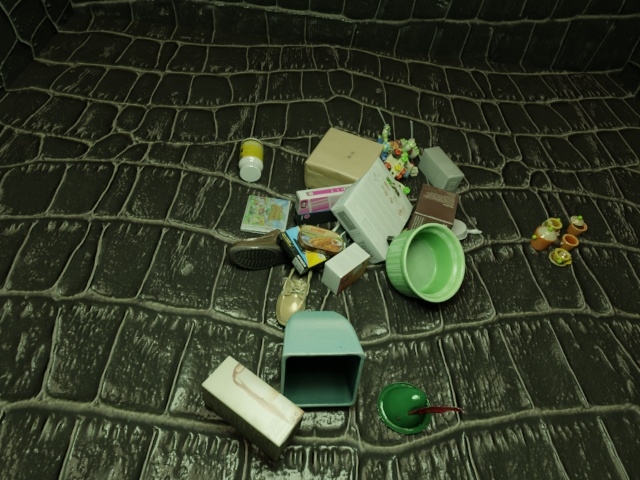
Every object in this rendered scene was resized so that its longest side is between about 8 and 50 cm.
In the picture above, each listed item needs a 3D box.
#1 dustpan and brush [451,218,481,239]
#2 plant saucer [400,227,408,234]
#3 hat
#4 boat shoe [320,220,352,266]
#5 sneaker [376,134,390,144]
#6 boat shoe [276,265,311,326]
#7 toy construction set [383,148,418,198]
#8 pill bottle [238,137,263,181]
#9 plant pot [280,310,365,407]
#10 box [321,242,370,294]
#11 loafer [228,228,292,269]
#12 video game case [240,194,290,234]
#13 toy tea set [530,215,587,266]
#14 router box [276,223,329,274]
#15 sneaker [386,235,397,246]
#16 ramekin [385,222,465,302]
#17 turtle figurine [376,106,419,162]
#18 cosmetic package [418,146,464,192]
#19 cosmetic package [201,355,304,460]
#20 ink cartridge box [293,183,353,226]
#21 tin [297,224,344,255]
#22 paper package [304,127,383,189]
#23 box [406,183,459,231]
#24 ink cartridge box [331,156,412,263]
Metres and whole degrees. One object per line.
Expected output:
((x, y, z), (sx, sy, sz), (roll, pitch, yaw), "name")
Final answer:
((0.653, -0.049, 1.999), (0.212, 0.060, 0.147), (-5, 41, -4), "dustpan and brush")
((0.470, -0.014, 1.940), (0.188, 0.045, 0.188), (-25, 58, -27), "plant saucer")
((0.304, 0.505, 1.380), (0.209, 0.183, 0.172), (0, 50, -8), "hat")
((0.083, 0.004, 1.822), (0.091, 0.114, 0.302), (17, 50, 14), "boat shoe")
((0.332, -0.492, 2.312), (0.082, 0.069, 0.209), (19, 49, 2), "sneaker")
((-0.095, 0.186, 1.648), (0.109, 0.098, 0.302), (16, 49, 5), "boat shoe")
((0.380, -0.313, 2.093), (0.215, 0.151, 0.327), (42, 50, -9), "toy construction set")
((-0.337, -0.391, 2.091), (0.119, 0.119, 0.208), (1, 49, -7), "pill bottle")
((-0.011, 0.369, 1.425), (0.248, 0.246, 0.252), (1, 32, -7), "plant pot")
((0.100, 0.114, 1.719), (0.171, 0.130, 0.091), (-34, 63, -30), "box")
((-0.196, 0.027, 1.762), (0.366, 0.133, 0.130), (-2, 46, -24), "loafer")
((-0.243, -0.113, 1.931), (0.194, 0.023, 0.212), (8, 49, -2), "video game case")
((1.128, -0.038, 2.006), (0.200, 0.124, 0.336), (36, 54, 21), "toy tea set")
((-0.069, 0.031, 1.679), (0.133, 0.046, 0.178), (-24, 69, -36), "router box")
((0.321, 0.055, 1.787), (0.072, 0.178, 0.077), (1, 49, 43), "sneaker")
((0.405, 0.089, 1.692), (0.304, 0.148, 0.303), (3, 84, -28), "ramekin")
((0.420, -0.529, 2.225), (0.198, 0.274, 0.266), (6, 4, 34), "turtle figurine")
((0.611, -0.359, 2.203), (0.107, 0.127, 0.237), (-12, 54, -17), "cosmetic package")
((-0.209, 0.513, 1.321), (0.296, 0.153, 0.129), (31, 51, 16), "cosmetic package")
((0.069, -0.163, 1.920), (0.371, 0.175, 0.069), (-12, 52, -18), "ink cartridge box")
((0.000, 0.000, 1.683), (0.190, 0.040, 0.106), (14, 53, -20), "tin")
((0.114, -0.367, 2.108), (0.310, 0.168, 0.324), (22, 51, 10), "paper package")
((0.488, -0.107, 1.879), (0.167, 0.168, 0.203), (19, 49, 8), "box")
((0.237, -0.138, 1.870), (0.308, 0.091, 0.385), (52, 47, -19), "ink cartridge box")
